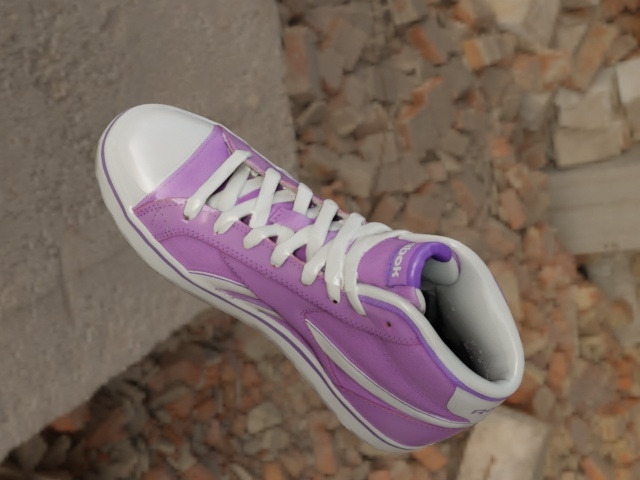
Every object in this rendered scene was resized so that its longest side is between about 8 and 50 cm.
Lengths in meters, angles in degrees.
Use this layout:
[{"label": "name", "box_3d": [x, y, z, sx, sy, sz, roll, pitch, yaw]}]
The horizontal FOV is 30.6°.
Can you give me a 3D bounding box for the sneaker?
[{"label": "sneaker", "box_3d": [0.001, -0.001, 0.675, 0.282, 0.161, 0.102, 39, 61, -4]}]
